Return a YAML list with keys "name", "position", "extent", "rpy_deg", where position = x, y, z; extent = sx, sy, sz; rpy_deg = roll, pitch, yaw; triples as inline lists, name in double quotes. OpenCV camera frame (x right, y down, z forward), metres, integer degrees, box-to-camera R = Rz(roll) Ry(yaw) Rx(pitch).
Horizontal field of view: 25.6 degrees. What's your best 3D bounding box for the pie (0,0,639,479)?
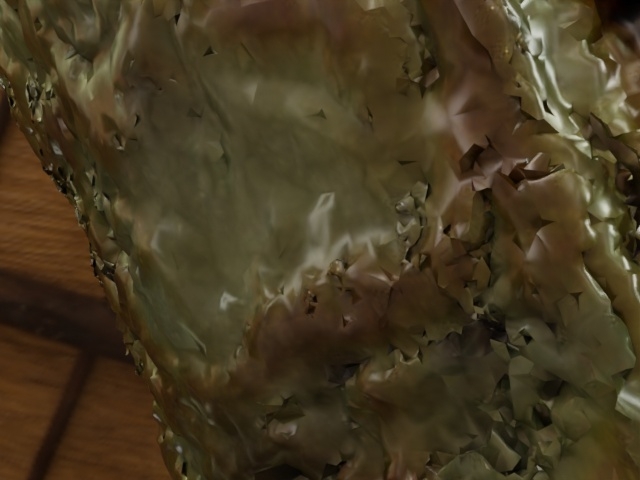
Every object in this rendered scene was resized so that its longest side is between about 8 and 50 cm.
- name: "pie"
  position: [-0.009, -0.023, 0.545]
  extent: [0.418, 0.180, 0.395]
  rpy_deg: [55, -29, 6]
